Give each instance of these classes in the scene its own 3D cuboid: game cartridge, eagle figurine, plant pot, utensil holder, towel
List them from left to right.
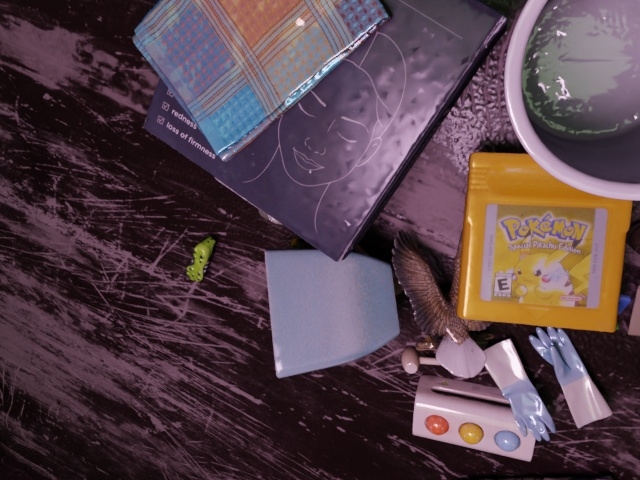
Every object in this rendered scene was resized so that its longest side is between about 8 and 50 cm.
[{"bbox_3d":[-0.112,-0.334,0.709,0.370,0.040,0.271,-32,96,27],"label":"towel"},{"bbox_3d":[0.032,0.138,0.965,0.253,0.247,0.247,-7,82,2],"label":"plant pot"},{"bbox_3d":[0.278,0.120,0.984,0.225,0.226,0.298,16,121,37],"label":"eagle figurine"},{"bbox_3d":[0.415,0.000,0.848,0.286,0.053,0.323,3,98,10],"label":"game cartridge"},{"bbox_3d":[0.442,-0.260,0.662,0.328,0.385,0.327,7,111,18],"label":"utensil holder"}]

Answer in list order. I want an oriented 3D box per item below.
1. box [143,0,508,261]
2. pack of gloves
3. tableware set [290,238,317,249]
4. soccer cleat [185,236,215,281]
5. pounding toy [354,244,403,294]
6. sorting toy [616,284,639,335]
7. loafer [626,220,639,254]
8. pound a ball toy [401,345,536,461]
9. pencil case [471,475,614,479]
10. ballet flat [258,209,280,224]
[{"bbox_3d":[0.000,-0.308,0.858,0.480,0.297,0.471,35,119,5],"label":"box"},{"bbox_3d":[0.496,0.315,0.991,0.195,0.046,0.232,-27,78,5],"label":"pack of gloves"},{"bbox_3d":[0.000,0.000,1.093,0.154,0.024,0.104,-12,148,25],"label":"tableware set"},{"bbox_3d":[-0.330,0.057,1.257,0.060,0.072,0.179,38,139,2],"label":"soccer cleat"},{"bbox_3d":[0.080,0.147,1.128,0.183,0.110,0.236,39,90,12],"label":"pounding toy"},{"bbox_3d":[0.709,0.133,0.863,0.348,0.047,0.196,1,142,27],"label":"sorting toy"},{"bbox_3d":[0.689,0.052,0.861,0.220,0.078,0.080,34,118,5],"label":"loafer"},{"bbox_3d":[0.346,0.398,1.090,0.320,0.136,0.208,6,112,18],"label":"pound a ball toy"},{"bbox_3d":[0.543,0.686,1.110,0.411,0.160,0.183,-17,95,25],"label":"pencil case"},{"bbox_3d":[-0.066,-0.066,1.104,0.214,0.068,0.072,6,112,18],"label":"ballet flat"}]
